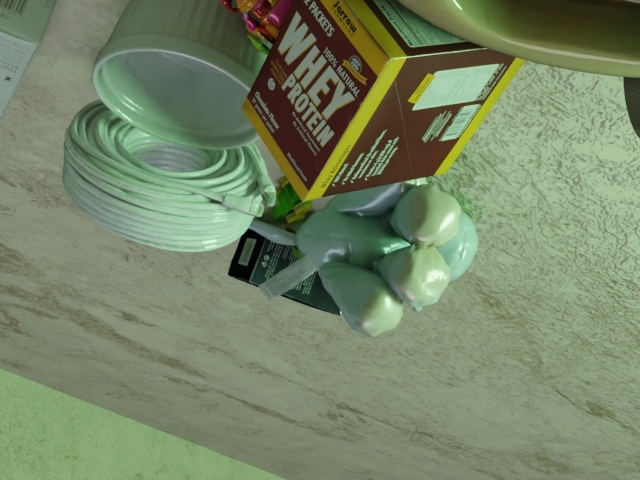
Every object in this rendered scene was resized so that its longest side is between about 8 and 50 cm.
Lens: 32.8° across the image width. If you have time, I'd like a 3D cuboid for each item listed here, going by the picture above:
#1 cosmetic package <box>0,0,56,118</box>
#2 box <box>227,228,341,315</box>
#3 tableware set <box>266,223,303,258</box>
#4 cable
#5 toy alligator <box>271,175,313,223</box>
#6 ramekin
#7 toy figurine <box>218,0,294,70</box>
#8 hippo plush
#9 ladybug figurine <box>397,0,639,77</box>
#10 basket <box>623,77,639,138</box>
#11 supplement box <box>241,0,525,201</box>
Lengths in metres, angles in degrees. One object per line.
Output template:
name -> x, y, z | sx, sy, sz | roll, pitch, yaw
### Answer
cosmetic package -> -0.414, -0.243, 1.337 | 0.117, 0.085, 0.231 | 22, 153, -18
box -> -0.045, 0.044, 1.704 | 0.158, 0.093, 0.156 | 21, 176, -17
tableware set -> 0.000, 0.000, 1.623 | 0.154, 0.024, 0.104 | 6, -148, -45
cable -> -0.193, -0.090, 1.363 | 0.257, 0.257, 0.089 | 8, 123, -14
toy alligator -> -0.023, -0.073, 1.550 | 0.051, 0.056, 0.189 | -21, 168, -24
ramekin -> -0.150, -0.204, 1.256 | 0.207, 0.109, 0.207 | 10, 155, 5
toy figurine -> -0.079, -0.266, 1.117 | 0.159, 0.130, 0.173 | 40, 180, -13
hippo plush -> 0.099, 0.037, 1.491 | 0.294, 0.234, 0.236 | -29, 150, 24
ladybug figurine -> 0.249, -0.263, 0.859 | 0.449, 0.162, 0.305 | 12, 155, 4
basket -> 0.414, -0.162, 1.019 | 0.227, 0.154, 0.204 | 0, 156, 34
supplement box -> 0.062, -0.158, 1.050 | 0.194, 0.129, 0.191 | -13, 149, -38
